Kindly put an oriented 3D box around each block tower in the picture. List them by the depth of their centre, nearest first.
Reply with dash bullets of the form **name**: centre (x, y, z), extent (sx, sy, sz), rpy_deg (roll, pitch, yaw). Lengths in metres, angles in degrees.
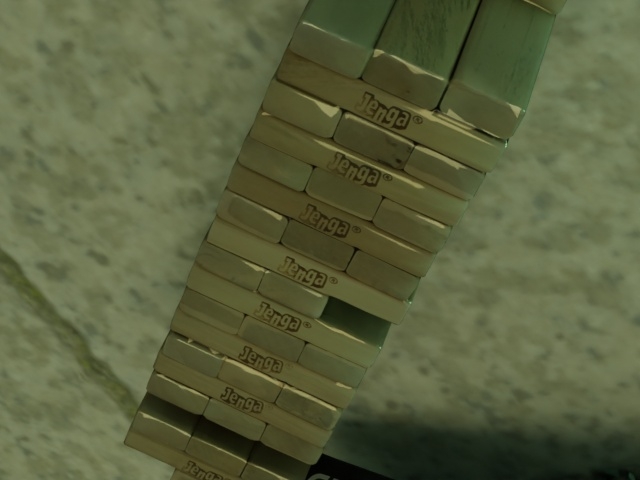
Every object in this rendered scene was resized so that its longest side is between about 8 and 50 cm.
- **block tower**: centre (0.000, 0.000, 0.707), extent (0.091, 0.097, 0.335), rpy_deg (24, 137, -1)

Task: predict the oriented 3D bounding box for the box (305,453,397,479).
- **box**: centre (0.139, 0.258, 0.843), extent (0.293, 0.073, 0.295), rpy_deg (13, 144, 37)
